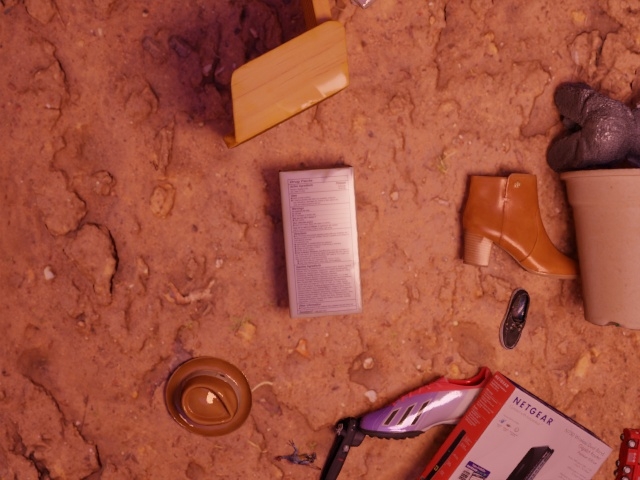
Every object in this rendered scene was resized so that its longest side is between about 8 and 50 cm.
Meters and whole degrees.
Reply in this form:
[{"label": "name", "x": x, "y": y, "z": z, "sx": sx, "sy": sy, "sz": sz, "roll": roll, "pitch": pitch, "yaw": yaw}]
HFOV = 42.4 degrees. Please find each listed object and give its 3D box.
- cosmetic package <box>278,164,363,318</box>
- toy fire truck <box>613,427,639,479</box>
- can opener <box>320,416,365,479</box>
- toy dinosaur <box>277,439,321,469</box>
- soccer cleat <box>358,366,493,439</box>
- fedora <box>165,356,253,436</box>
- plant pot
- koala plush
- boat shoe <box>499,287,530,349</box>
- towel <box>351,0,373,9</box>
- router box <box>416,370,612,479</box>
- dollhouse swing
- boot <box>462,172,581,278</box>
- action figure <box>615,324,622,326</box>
[{"label": "cosmetic package", "x": 0.000, "y": 0.000, "z": 1.743, "sx": 0.160, "sy": 0.113, "sz": 0.310, "roll": -3, "pitch": 97, "yaw": -3}, {"label": "toy fire truck", "x": 0.744, "y": 0.527, "z": 1.881, "sx": 0.135, "sy": 0.047, "sz": 0.192, "roll": 7, "pitch": 96, "yaw": -4}, {"label": "can opener", "x": 0.045, "y": 0.474, "z": 1.834, "sx": 0.073, "sy": 0.059, "sz": 0.186, "roll": 25, "pitch": 95, "yaw": -6}, {"label": "toy dinosaur", "x": -0.052, "y": 0.493, "z": 1.843, "sx": 0.082, "sy": 0.047, "sz": 0.090, "roll": -14, "pitch": 109, "yaw": 17}, {"label": "soccer cleat", "x": 0.234, "y": 0.355, "z": 1.806, "sx": 0.318, "sy": 0.108, "sz": 0.116, "roll": -9, "pitch": 98, "yaw": -6}, {"label": "fedora", "x": -0.242, "y": 0.349, "z": 1.793, "sx": 0.194, "sy": 0.079, "sz": 0.194, "roll": 0, "pitch": 98, "yaw": -3}, {"label": "plant pot", "x": 0.648, "y": 0.018, "z": 1.649, "sx": 0.333, "sy": 0.334, "sz": 0.306, "roll": 1, "pitch": 91, "yaw": -3}, {"label": "koala plush", "x": 0.622, "y": -0.223, "z": 1.718, "sx": 0.221, "sy": 0.203, "sz": 0.196, "roll": 4, "pitch": 98, "yaw": -15}, {"label": "boat shoe", "x": 0.430, "y": 0.175, "z": 1.823, "sx": 0.049, "sy": 0.040, "sz": 0.142, "roll": 11, "pitch": 97, "yaw": -4}, {"label": "towel", "x": 0.130, "y": -0.628, "z": 1.684, "sx": 0.282, "sy": 0.049, "sz": 0.187, "roll": -39, "pitch": 99, "yaw": 12}, {"label": "router box", "x": 0.422, "y": 0.487, "z": 1.792, "sx": 0.335, "sy": 0.082, "sz": 0.301, "roll": 32, "pitch": 95, "yaw": -26}, {"label": "dollhouse swing", "x": -0.100, "y": -0.381, "z": 1.568, "sx": 0.315, "sy": 0.347, "sz": 0.305, "roll": -27, "pitch": 99, "yaw": 1}, {"label": "boot", "x": 0.452, "y": -0.035, "z": 1.766, "sx": 0.295, "sy": 0.104, "sz": 0.211, "roll": 8, "pitch": 95, "yaw": -3}, {"label": "action figure", "x": 0.731, "y": 0.148, "z": 1.819, "sx": 0.232, "sy": 0.063, "sz": 0.137, "roll": -15, "pitch": 122, "yaw": 5}]
